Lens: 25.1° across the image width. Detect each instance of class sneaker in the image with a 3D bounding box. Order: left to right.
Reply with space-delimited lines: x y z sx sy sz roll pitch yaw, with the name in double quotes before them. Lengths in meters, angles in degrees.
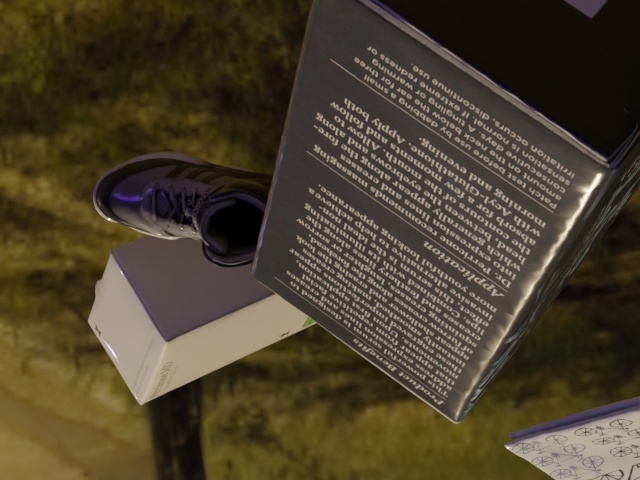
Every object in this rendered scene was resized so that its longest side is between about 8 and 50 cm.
"sneaker" -0.139 -0.036 1.609 0.269 0.101 0.153 6 -168 8

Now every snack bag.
"snack bag" 0.494 0.314 2.114 0.323 0.037 0.342 -22 141 33

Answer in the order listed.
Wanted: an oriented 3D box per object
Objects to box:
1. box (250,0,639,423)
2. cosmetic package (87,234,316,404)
"box" 0.135 -0.100 1.026 0.293 0.212 0.395 -49 168 -27
"cosmetic package" -0.111 0.053 1.941 0.366 0.155 0.197 -25 160 -29
